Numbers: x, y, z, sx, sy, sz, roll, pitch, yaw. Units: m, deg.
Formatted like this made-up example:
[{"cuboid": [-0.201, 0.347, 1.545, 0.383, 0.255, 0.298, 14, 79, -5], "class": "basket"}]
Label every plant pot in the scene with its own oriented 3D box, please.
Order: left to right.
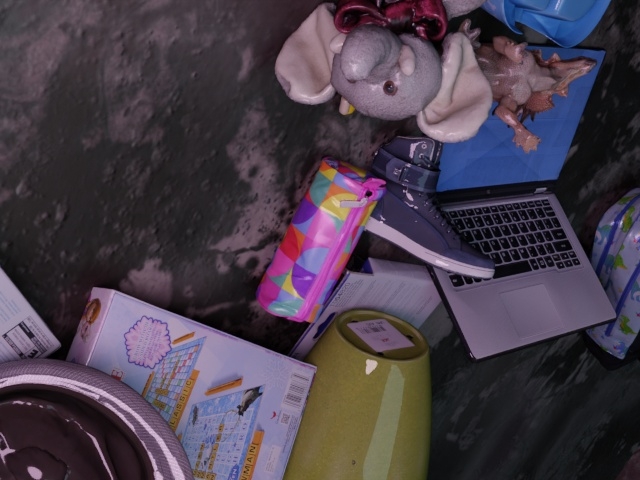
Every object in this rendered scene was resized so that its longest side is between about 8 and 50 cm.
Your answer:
[{"cuboid": [0.048, 0.257, 1.220, 0.275, 0.275, 0.293, -7, 121, -40], "class": "plant pot"}]

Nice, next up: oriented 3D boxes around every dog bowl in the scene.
[{"cuboid": [0.282, -0.341, 1.064, 0.297, 0.074, 0.165, -5, 121, -50], "class": "dog bowl"}]

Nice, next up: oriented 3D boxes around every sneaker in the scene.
[{"cuboid": [0.163, -0.054, 1.173, 0.163, 0.226, 0.086, -64, 167, 11], "class": "sneaker"}]

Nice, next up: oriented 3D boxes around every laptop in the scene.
[{"cuboid": [0.346, -0.069, 1.323, 0.382, 0.407, 0.236, -8, 158, -39], "class": "laptop"}]

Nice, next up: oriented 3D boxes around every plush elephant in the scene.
[{"cuboid": [0.069, -0.244, 0.889, 0.330, 0.272, 0.255, 15, 83, -73], "class": "plush elephant"}]

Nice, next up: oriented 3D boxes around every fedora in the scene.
[{"cuboid": [-0.272, 0.249, 0.860, 0.276, 0.124, 0.243, 31, 73, -8], "class": "fedora"}]

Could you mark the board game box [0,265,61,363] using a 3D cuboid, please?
[{"cuboid": [-0.441, 0.110, 0.816, 0.303, 0.097, 0.224, -37, 138, -18], "class": "board game box"}]

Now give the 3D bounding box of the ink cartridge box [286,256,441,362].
[{"cuboid": [0.060, 0.121, 1.295, 0.224, 0.045, 0.223, 9, 127, -41], "class": "ink cartridge box"}]

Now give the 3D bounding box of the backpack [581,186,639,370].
[{"cuboid": [0.673, 0.061, 1.742, 0.290, 0.273, 0.355, -34, 160, -17], "class": "backpack"}]

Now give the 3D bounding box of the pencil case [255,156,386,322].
[{"cuboid": [0.000, 0.000, 1.148, 0.104, 0.104, 0.236, 9, 114, -47], "class": "pencil case"}]

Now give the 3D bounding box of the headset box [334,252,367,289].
[{"cuboid": [0.065, 0.062, 1.309, 0.083, 0.032, 0.062, 28, 99, -49], "class": "headset box"}]

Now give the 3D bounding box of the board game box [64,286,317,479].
[{"cuboid": [-0.185, 0.257, 1.042, 0.318, 0.066, 0.318, 27, 74, -34], "class": "board game box"}]

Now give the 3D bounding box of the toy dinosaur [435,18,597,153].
[{"cuboid": [0.209, -0.221, 1.118, 0.200, 0.296, 0.127, -66, 176, -71], "class": "toy dinosaur"}]

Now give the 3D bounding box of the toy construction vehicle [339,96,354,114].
[{"cuboid": [0.061, -0.209, 1.099, 0.098, 0.035, 0.085, -25, 145, -24], "class": "toy construction vehicle"}]
